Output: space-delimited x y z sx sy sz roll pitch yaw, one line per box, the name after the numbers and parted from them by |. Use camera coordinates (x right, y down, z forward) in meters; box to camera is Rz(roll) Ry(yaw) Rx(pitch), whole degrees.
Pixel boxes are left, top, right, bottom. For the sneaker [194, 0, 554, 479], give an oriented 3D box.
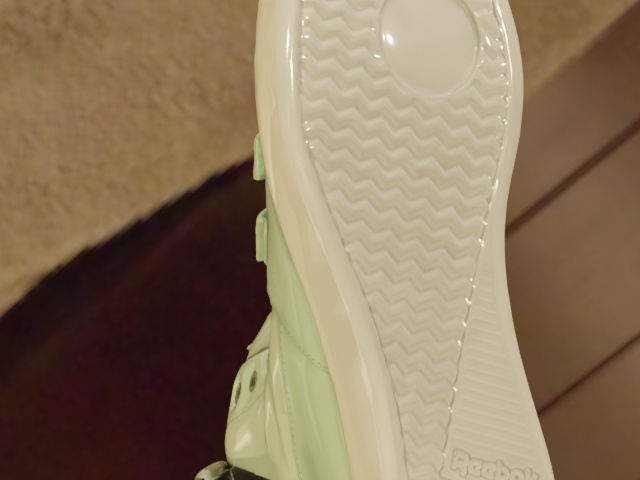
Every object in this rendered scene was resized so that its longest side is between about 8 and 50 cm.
0.000 0.001 0.632 0.094 0.151 0.256 -7 90 -28 | sneaker
